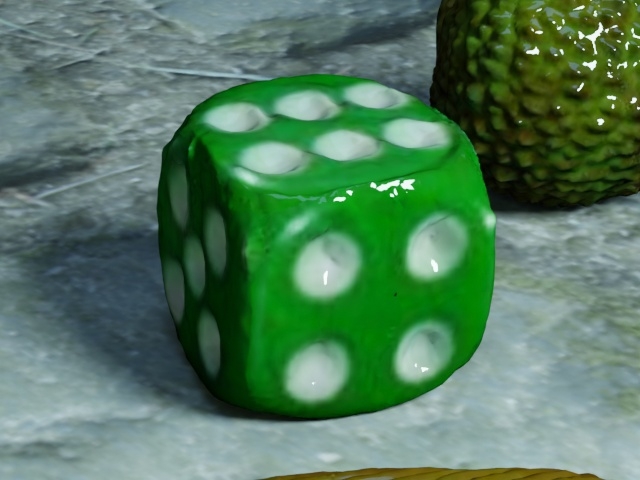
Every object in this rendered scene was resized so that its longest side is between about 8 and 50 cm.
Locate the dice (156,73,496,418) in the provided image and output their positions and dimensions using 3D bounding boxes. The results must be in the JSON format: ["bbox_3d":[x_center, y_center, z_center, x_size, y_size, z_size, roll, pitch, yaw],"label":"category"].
[{"bbox_3d":[0.000,0.000,0.873,0.128,0.120,0.131,-8,29,-20],"label":"dice"}]

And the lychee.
[{"bbox_3d":[0.142,-0.093,1.029,0.171,0.171,0.171,1,26,0],"label":"lychee"}]

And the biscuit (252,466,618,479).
[{"bbox_3d":[-0.027,0.118,0.590,0.318,0.040,0.318,-8,3,0],"label":"biscuit"}]
